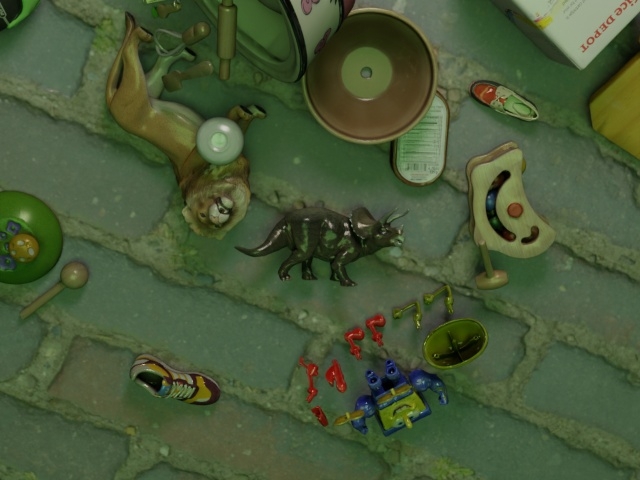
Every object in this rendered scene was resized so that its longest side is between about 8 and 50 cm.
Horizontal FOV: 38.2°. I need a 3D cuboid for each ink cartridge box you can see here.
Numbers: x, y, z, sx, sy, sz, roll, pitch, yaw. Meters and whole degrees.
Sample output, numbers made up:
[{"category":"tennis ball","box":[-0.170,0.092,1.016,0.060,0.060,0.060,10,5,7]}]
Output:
[{"category":"ink cartridge box","box":[0.395,-0.457,1.566,0.270,0.197,0.198,41,100,-13]}]

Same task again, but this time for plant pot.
[{"category":"plant pot","box":[0.085,-0.294,1.642,0.238,0.109,0.237,0,104,1]}]

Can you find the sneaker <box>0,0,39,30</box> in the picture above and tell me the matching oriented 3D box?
[{"category":"sneaker","box":[-0.690,-0.509,1.502,0.483,0.185,0.202,38,100,-11]}]

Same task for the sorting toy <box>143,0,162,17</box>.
[{"category":"sorting toy","box":[-0.285,-0.437,1.632,0.062,0.012,0.083,-10,107,0]}]

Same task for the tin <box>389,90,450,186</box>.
[{"category":"tin","box":[0.186,-0.192,1.720,0.106,0.040,0.189,-1,107,-7]}]

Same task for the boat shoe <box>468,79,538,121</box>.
[{"category":"boat shoe","box":[0.339,-0.256,1.704,0.137,0.043,0.049,24,106,-8]}]

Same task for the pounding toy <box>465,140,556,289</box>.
[{"category":"pounding toy","box":[0.358,-0.038,1.711,0.154,0.155,0.269,-5,107,3]}]

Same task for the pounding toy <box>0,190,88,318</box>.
[{"category":"pounding toy","box":[-0.561,0.030,1.706,0.183,0.110,0.236,-32,105,6]}]

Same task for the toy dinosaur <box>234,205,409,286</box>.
[{"category":"toy dinosaur","box":[0.000,0.000,1.742,0.314,0.121,0.160,6,94,0]}]

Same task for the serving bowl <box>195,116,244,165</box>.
[{"category":"serving bowl","box":[-0.172,-0.169,1.573,0.083,0.027,0.083,0,97,-2]}]

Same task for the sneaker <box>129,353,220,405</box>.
[{"category":"sneaker","box":[-0.286,0.288,1.810,0.186,0.084,0.069,21,104,-9]}]

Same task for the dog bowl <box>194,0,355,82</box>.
[{"category":"dog bowl","box":[-0.107,-0.456,1.454,0.150,0.408,0.408,-40,105,-11]}]

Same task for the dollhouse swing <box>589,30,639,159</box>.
[{"category":"dollhouse swing","box":[0.712,-0.328,1.695,0.347,0.305,0.315,30,61,-11]}]

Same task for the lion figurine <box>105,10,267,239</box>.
[{"category":"lion figurine","box":[-0.260,-0.199,1.658,0.392,0.142,0.240,42,108,1]}]

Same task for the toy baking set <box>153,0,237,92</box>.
[{"category":"toy baking set","box":[-0.203,-0.342,1.475,0.030,0.197,0.256,-28,133,-39]}]

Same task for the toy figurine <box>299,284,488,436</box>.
[{"category":"toy figurine","box":[0.162,0.278,1.834,0.363,0.191,0.217,-28,136,-2]}]
